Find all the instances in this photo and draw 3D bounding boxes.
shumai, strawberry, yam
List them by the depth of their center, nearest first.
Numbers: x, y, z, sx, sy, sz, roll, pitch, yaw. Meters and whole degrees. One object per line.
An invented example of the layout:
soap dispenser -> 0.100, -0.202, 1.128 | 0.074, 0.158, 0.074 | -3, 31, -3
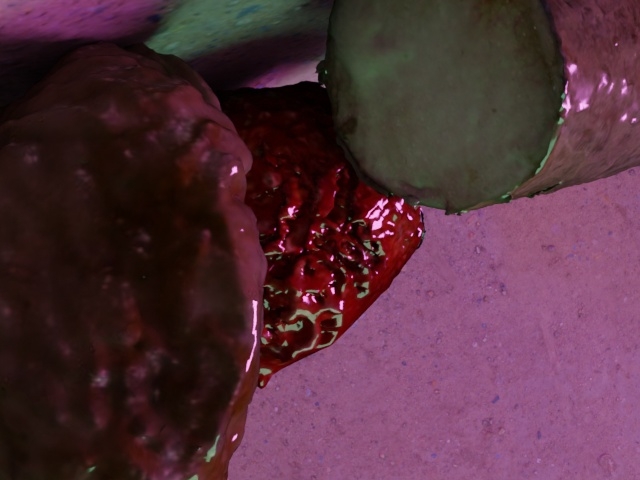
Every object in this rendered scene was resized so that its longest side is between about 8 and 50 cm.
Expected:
shumai -> -0.188, 0.027, 0.470 | 0.262, 0.314, 0.267 | 3, 147, -40
yam -> 0.160, -0.126, 0.643 | 0.300, 0.195, 0.195 | -16, 176, -44
strawberry -> -0.068, -0.021, 0.710 | 0.274, 0.274, 0.220 | -21, 148, 30

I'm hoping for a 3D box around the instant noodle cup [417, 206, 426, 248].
instant noodle cup -> 0.000, 0.000, 1.481 | 0.312, 0.284, 0.284 | -27, -179, -26
